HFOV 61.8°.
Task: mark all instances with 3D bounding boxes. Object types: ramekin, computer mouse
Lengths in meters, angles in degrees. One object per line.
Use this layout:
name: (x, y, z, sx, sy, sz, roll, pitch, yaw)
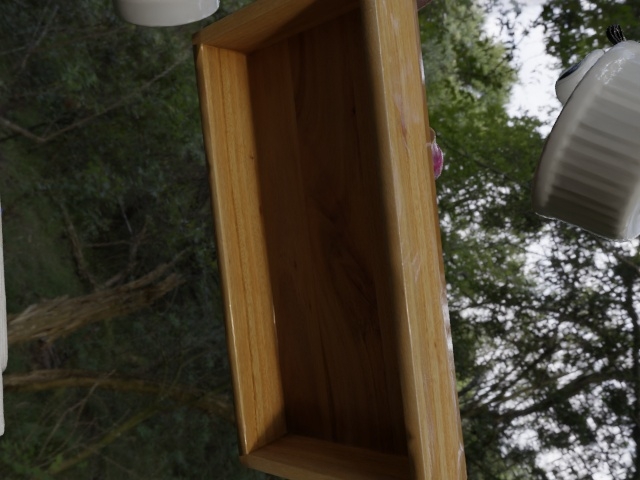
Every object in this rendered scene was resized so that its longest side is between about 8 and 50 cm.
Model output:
ramekin: (0.443, -0.130, 0.773, 0.135, 0.277, 0.277, 36, -28, 35)
computer mouse: (0.546, -0.336, 1.053, 0.106, 0.193, 0.042, 53, -8, -19)

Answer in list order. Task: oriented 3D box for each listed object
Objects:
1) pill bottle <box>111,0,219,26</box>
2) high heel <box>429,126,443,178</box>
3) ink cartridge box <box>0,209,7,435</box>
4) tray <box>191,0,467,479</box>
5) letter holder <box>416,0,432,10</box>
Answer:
pill bottle: (-0.252, -0.538, 0.757, 0.407, 0.229, 0.229, 91, -19, -43)
high heel: (0.065, -0.157, 0.785, 0.244, 0.082, 0.117, 21, -14, 22)
ink cartridge box: (-0.331, 0.040, 0.304, 0.171, 0.233, 0.168, 3, -86, 45)
tray: (0.000, 0.000, 0.467, 0.203, 0.076, 0.410, -5, -88, 39)
letter holder: (0.085, -0.464, 0.789, 0.302, 0.215, 0.151, -3, 67, -58)
